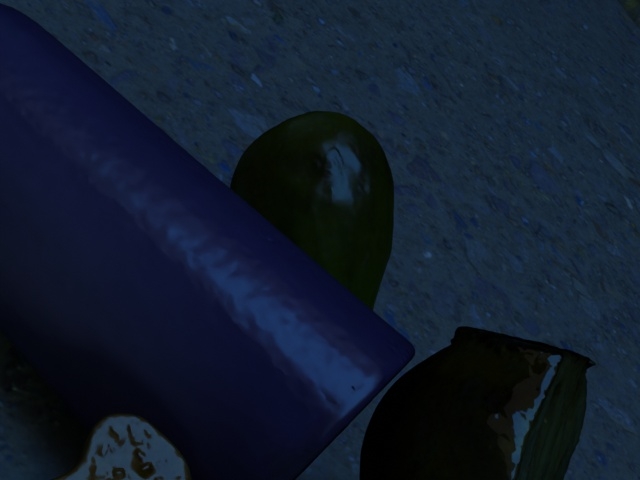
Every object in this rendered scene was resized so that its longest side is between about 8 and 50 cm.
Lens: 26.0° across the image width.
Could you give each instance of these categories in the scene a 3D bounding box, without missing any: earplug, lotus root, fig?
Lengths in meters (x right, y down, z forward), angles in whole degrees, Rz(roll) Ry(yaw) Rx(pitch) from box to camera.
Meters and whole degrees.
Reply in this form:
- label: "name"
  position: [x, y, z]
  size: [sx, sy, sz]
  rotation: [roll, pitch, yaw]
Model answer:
- label: "earplug"
  position: [-0.159, 0.003, 1.015]
  size: [0.456, 0.215, 0.215]
  rotation: [45, 28, 6]
- label: "lotus root"
  position: [0.092, 0.183, 0.995]
  size: [0.149, 0.260, 0.267]
  rotation: [14, 12, 15]
- label: "fig"
  position: [-0.011, -0.008, 1.299]
  size: [0.167, 0.167, 0.233]
  rotation: [23, 72, -35]

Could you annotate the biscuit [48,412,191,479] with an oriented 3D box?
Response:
- label: "biscuit"
  position: [-0.193, 0.219, 0.778]
  size: [0.340, 0.047, 0.216]
  rotation: [-20, 68, -41]
